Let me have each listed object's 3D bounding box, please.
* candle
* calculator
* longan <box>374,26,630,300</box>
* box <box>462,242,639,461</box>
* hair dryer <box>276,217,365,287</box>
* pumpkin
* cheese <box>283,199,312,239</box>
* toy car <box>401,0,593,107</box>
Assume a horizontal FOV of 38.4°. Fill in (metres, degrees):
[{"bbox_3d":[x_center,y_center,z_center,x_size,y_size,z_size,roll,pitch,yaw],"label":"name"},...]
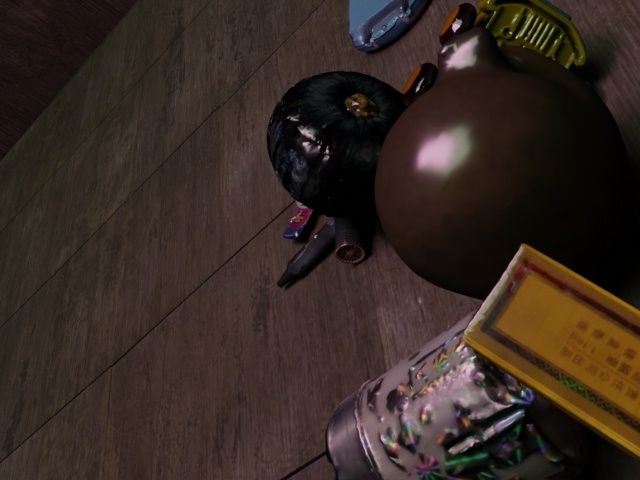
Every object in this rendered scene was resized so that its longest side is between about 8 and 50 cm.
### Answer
[{"bbox_3d":[0.166,0.167,0.887,0.330,0.187,0.187,-39,36,26],"label":"candle"},{"bbox_3d":[0.116,-0.454,1.617,0.173,0.051,0.293,-35,38,35],"label":"calculator"},{"bbox_3d":[0.185,-0.070,0.947,0.243,0.300,0.300,-11,53,31],"label":"longan"},{"bbox_3d":[0.257,0.127,0.642,0.301,0.193,0.084,33,90,21],"label":"box"},{"bbox_3d":[-0.003,-0.008,1.410,0.195,0.050,0.173,-37,34,37],"label":"hair dryer"},{"bbox_3d":[0.039,-0.133,1.288,0.233,0.233,0.163,-96,23,-45],"label":"pumpkin"},{"bbox_3d":[-0.019,-0.066,1.481,0.095,0.038,0.145,4,66,56],"label":"cheese"},{"bbox_3d":[0.207,-0.181,1.139,0.248,0.200,0.142,-56,9,0],"label":"toy car"}]
